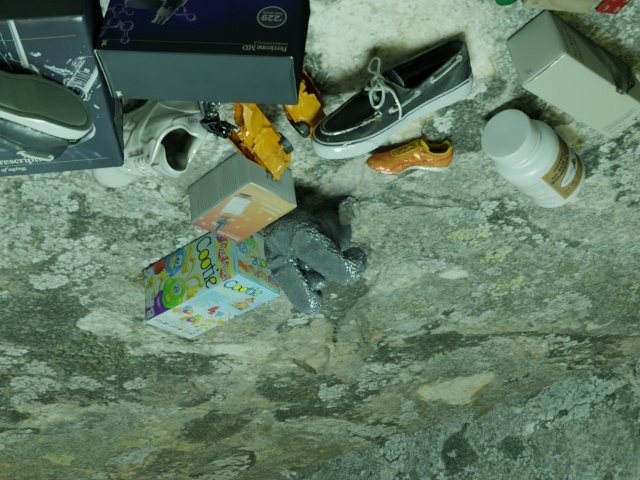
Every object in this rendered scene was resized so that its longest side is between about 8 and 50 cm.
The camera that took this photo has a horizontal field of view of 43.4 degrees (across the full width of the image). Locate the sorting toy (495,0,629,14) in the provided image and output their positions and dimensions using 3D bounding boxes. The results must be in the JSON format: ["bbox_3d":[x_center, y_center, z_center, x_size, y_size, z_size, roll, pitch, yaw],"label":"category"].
[{"bbox_3d":[0.397,-0.412,1.226,0.274,0.046,0.132,-3,154,-26],"label":"sorting toy"}]

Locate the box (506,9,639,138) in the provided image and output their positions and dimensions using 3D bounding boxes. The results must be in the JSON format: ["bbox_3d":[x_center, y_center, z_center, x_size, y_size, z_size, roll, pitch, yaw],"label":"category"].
[{"bbox_3d":[0.454,-0.285,1.406,0.275,0.113,0.094,17,140,-38],"label":"box"}]

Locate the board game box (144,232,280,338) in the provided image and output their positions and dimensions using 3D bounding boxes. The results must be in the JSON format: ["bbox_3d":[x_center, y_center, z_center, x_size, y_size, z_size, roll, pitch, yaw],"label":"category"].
[{"bbox_3d":[-0.245,0.091,1.795,0.275,0.142,0.144,-27,145,26],"label":"board game box"}]

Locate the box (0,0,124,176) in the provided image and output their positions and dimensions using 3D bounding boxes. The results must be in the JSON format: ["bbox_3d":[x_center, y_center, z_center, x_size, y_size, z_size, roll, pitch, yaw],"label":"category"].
[{"bbox_3d":[-0.476,-0.250,1.140,0.343,0.179,0.312,-6,147,-6],"label":"box"}]

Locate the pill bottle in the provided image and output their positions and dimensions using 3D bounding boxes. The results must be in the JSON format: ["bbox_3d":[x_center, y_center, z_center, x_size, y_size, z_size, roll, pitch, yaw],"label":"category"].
[{"bbox_3d":[0.414,-0.162,1.574,0.131,0.131,0.229,-29,144,29],"label":"pill bottle"}]

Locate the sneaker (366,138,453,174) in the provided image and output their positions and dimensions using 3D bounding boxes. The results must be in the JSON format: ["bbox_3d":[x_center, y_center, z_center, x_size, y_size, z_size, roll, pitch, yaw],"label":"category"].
[{"bbox_3d":[0.175,-0.170,1.580,0.175,0.064,0.067,-8,129,-12],"label":"sneaker"}]

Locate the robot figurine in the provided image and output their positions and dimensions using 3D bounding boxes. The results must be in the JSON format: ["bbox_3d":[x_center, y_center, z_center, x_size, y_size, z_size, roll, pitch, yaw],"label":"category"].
[{"bbox_3d":[-0.095,-0.230,1.327,0.211,0.085,0.291,-44,145,-4],"label":"robot figurine"}]

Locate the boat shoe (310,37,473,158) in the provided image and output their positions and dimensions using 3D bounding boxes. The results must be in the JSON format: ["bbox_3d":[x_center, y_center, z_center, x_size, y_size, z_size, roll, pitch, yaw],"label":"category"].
[{"bbox_3d":[0.116,-0.243,1.349,0.306,0.113,0.105,-23,140,-1],"label":"boat shoe"}]

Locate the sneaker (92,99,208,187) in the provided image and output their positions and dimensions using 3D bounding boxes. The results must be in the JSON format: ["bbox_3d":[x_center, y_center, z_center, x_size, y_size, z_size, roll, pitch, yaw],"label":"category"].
[{"bbox_3d":[-0.297,-0.158,1.367,0.114,0.152,0.305,18,141,-41],"label":"sneaker"}]

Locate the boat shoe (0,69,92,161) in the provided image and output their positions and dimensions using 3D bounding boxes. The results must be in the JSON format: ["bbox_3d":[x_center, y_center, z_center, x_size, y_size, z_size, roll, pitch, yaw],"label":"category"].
[{"bbox_3d":[-0.435,-0.174,0.996,0.302,0.114,0.091,24,129,-40],"label":"boat shoe"}]

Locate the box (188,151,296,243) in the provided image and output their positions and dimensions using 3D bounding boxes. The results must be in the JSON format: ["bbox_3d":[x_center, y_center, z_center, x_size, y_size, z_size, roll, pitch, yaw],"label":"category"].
[{"bbox_3d":[-0.154,-0.086,1.581,0.170,0.091,0.130,-31,143,31],"label":"box"}]

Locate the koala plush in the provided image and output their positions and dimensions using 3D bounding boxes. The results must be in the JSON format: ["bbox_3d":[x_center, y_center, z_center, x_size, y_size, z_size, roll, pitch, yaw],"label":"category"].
[{"bbox_3d":[0.000,0.000,1.683,0.203,0.221,0.196,47,125,-4],"label":"koala plush"}]

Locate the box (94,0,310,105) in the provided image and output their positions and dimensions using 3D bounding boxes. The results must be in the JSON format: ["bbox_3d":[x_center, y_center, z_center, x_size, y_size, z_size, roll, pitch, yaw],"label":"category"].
[{"bbox_3d":[-0.153,-0.289,1.106,0.261,0.184,0.103,3,152,5],"label":"box"}]
